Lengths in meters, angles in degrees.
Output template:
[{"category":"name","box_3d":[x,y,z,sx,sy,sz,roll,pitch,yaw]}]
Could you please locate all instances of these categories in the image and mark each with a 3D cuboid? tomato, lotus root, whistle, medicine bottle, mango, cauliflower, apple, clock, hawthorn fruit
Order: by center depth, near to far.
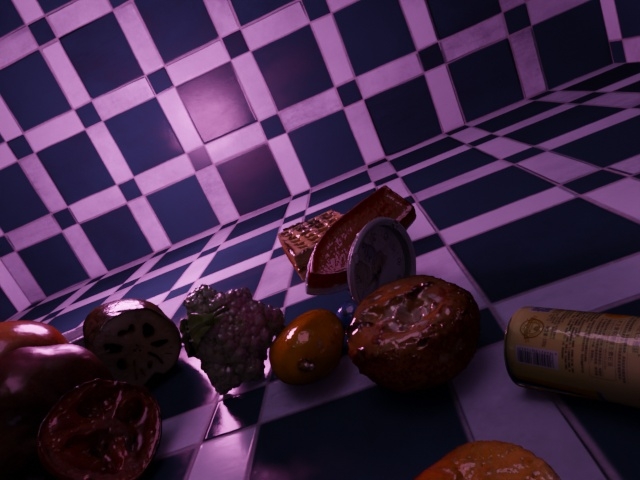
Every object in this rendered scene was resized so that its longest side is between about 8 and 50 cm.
[{"category":"medicine bottle","box_3d":[0.382,0.156,0.622,0.124,0.124,0.239,-36,21,-34]},{"category":"tomato","box_3d":[-0.426,0.394,0.917,0.228,0.228,0.101,-45,-11,-51]},{"category":"mango","box_3d":[-0.032,0.219,0.989,0.176,0.119,0.317,-44,7,-7]},{"category":"hawthorn fruit","box_3d":[-0.631,0.372,1.022,0.325,0.308,0.308,3,22,9]},{"category":"clock","box_3d":[0.130,0.065,1.031,0.053,0.236,0.236,3,31,45]},{"category":"whistle","box_3d":[0.075,0.170,1.060,0.090,0.090,0.158,-23,15,2]},{"category":"cauliflower","box_3d":[-0.228,0.226,1.121,0.239,0.256,0.315,-53,-2,-24]},{"category":"apple","box_3d":[-0.844,0.378,1.289,0.277,0.319,0.319,-6,24,37]},{"category":"lotus root","box_3d":[-0.553,0.281,1.323,0.250,0.250,0.346,-35,14,-33]}]

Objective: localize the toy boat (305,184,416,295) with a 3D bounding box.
[{"category":"toy boat","box_3d":[0.087,0.016,1.150,0.332,0.133,0.145,-41,65,-16]}]

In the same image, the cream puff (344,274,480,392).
[{"category":"cream puff","box_3d":[0.163,0.167,0.819,0.240,0.164,0.240,-20,32,13]}]

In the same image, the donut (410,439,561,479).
[{"category":"donut","box_3d":[0.178,0.311,0.505,0.190,0.074,0.174,-31,16,-36]}]

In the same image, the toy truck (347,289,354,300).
[{"category":"toy truck","box_3d":[0.110,0.099,1.222,0.083,0.092,0.192,-21,25,11]}]

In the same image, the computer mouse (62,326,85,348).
[{"category":"computer mouse","box_3d":[-0.913,0.408,1.627,0.188,0.122,0.371,-1,21,45]}]

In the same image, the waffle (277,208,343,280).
[{"category":"waffle","box_3d":[0.000,-0.001,1.632,0.261,0.114,0.376,-27,16,-6]}]
